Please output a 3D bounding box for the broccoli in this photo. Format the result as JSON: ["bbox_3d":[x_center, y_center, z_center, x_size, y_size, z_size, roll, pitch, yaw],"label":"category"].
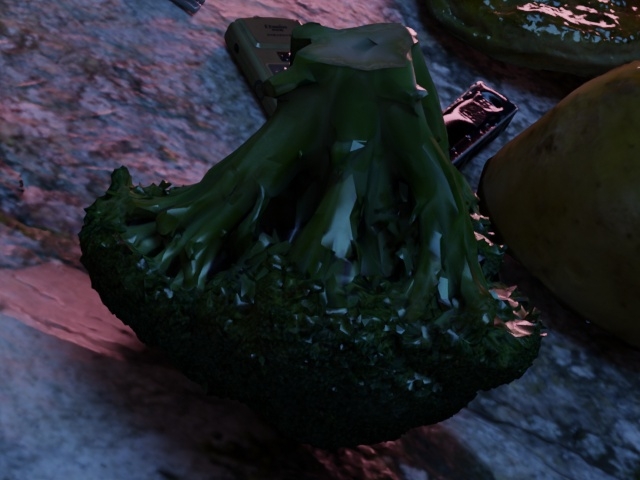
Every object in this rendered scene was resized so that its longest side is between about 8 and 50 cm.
[{"bbox_3d":[0.000,0.000,1.261,0.308,0.275,0.308,1,26,-1],"label":"broccoli"}]

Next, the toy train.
[{"bbox_3d":[0.095,-0.072,1.565,0.043,0.047,0.207,38,39,11],"label":"toy train"}]

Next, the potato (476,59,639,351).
[{"bbox_3d":[0.288,-0.038,1.503,0.285,0.242,0.242,40,39,9],"label":"potato"}]

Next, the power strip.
[{"bbox_3d":[-0.020,-0.128,1.569,0.076,0.028,0.169,-4,49,-35],"label":"power strip"}]

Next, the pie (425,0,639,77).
[{"bbox_3d":[0.233,-0.262,1.805,0.323,0.070,0.323,8,46,-8],"label":"pie"}]

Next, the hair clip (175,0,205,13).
[{"bbox_3d":[-0.144,-0.233,1.600,0.115,0.039,0.030,26,33,-1],"label":"hair clip"}]
